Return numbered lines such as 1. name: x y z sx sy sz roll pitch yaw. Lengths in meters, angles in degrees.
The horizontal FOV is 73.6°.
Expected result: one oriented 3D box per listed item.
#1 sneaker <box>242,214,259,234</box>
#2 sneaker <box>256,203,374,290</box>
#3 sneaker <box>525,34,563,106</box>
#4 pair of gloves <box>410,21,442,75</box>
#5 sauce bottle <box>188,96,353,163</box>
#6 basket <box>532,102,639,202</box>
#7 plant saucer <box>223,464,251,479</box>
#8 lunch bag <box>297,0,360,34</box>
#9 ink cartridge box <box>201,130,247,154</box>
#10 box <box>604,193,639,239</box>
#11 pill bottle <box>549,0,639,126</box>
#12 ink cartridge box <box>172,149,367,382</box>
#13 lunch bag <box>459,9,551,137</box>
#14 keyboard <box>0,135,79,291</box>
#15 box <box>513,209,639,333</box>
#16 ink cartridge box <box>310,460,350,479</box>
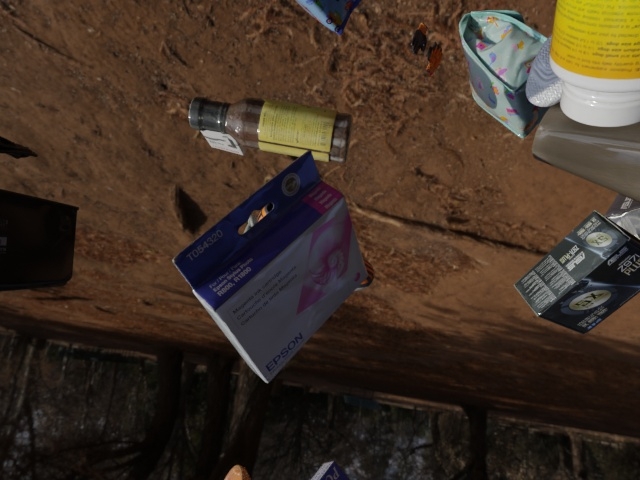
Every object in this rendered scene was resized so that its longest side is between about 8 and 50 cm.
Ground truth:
1. sneaker: -0.125 -0.024 1.182 0.330 0.146 0.122 -31 -161 -11
2. sneaker: 0.000 0.000 1.014 0.320 0.125 0.180 22 135 -3
3. sneaker: 0.484 -0.350 0.762 0.101 0.269 0.153 44 -156 26
4. pair of gloves: 0.208 -0.372 0.831 0.083 0.074 0.010 34 160 -31
5. sauce bottle: -0.105 -0.245 0.913 0.343 0.112 0.111 12 164 3
6. basket: 0.560 -0.188 0.844 0.226 0.154 0.204 32 172 38
7. plant saucer: -0.165 0.512 0.761 0.037 0.200 0.200 25 159 -14
8. lunch bag: -0.059 -0.655 1.047 0.220 0.138 0.293 26 -167 -46
9. ink cartridge box: -0.240 -0.275 1.057 0.099 0.056 0.135 16 165 11
10. box: 0.891 -0.026 1.087 0.097 0.394 0.318 -22 102 54
11. pill bottle: 0.260 -0.208 0.351 0.117 0.117 0.215 1 138 19
12. ink cartridge box: -0.060 0.057 0.811 0.071 0.324 0.330 26 150 40
13. lunch bag: 0.447 -0.416 1.041 0.160 0.262 0.223 -39 147 12
14. keyboard: -0.394 -0.040 0.494 0.033 0.202 0.317 3 176 5
15. box: 0.451 0.060 0.717 0.147 0.078 0.180 21 120 -28
16. ink cartridge box: -0.018 0.460 0.661 0.097 0.207 0.046 48 140 6
